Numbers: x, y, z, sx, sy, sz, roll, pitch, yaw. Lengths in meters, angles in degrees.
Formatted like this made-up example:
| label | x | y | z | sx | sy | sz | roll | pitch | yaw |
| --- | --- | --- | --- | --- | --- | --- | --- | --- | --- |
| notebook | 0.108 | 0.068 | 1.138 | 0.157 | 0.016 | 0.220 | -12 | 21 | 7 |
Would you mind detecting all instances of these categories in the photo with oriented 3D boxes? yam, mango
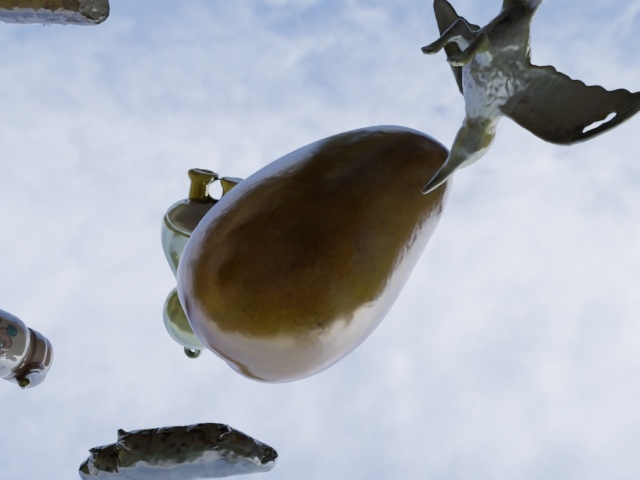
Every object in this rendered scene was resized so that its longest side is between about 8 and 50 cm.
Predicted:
| label | x | y | z | sx | sy | sz | roll | pitch | yaw |
| --- | --- | --- | --- | --- | --- | --- | --- | --- | --- |
| yam | -0.324 | -0.258 | 1.091 | 0.241 | 0.056 | 0.056 | 9 | -123 | 31 |
| mango | 0.000 | 0.000 | 1.183 | 0.378 | 0.221 | 0.264 | -43 | -160 | -23 |

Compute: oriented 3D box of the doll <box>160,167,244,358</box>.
| label | x | y | z | sx | sy | sz | roll | pitch | yaw |
| --- | --- | --- | --- | --- | --- | --- | --- | --- | --- |
| doll | -0.168 | 0.041 | 1.479 | 0.141 | 0.296 | 0.117 | 15 | -149 | 6 |

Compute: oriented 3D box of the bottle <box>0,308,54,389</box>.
| label | x | y | z | sx | sy | sz | roll | pitch | yaw |
| --- | --- | --- | --- | --- | --- | --- | --- | --- | --- |
| bottle | -0.461 | 0.143 | 1.418 | 0.097 | 0.209 | 0.110 | -43 | -130 | 9 |

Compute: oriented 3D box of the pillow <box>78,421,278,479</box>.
| label | x | y | z | sx | sy | sz | roll | pitch | yaw |
| --- | --- | --- | --- | --- | --- | --- | --- | --- | --- |
| pillow | -0.172 | 0.249 | 1.207 | 0.241 | 0.093 | 0.051 | -4 | -138 | 2 |

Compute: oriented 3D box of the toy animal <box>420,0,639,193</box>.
| label | x | y | z | sx | sy | sz | roll | pitch | yaw |
| --- | --- | --- | --- | --- | --- | --- | --- | --- | --- |
| toy animal | 0.103 | -0.109 | 0.686 | 0.155 | 0.095 | 0.219 | -46 | -136 | -1 |
